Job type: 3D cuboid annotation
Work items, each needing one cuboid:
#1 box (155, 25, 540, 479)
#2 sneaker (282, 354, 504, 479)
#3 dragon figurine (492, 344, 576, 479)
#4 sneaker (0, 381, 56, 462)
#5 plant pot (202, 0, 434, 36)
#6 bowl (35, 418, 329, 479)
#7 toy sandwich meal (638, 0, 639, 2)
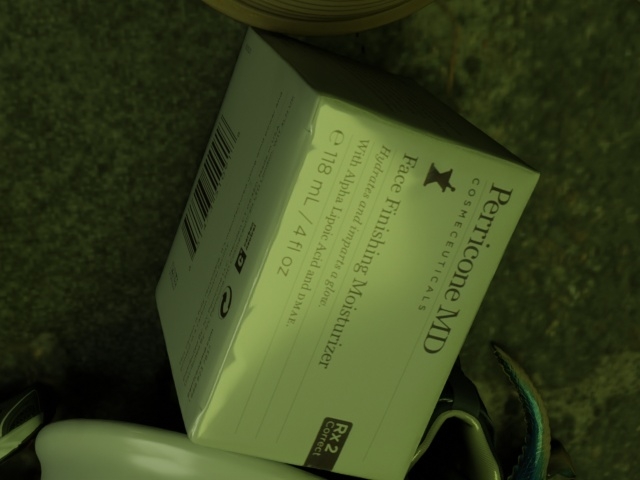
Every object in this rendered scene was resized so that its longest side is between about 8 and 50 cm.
[{"bbox_3d":[0.000,0.000,0.561,0.119,0.182,0.181,15,106,-20],"label":"box"},{"bbox_3d":[0.036,0.167,0.681,0.086,0.163,0.226,15,115,-22],"label":"sneaker"},{"bbox_3d":[0.139,0.225,0.778,0.144,0.085,0.289,-24,122,0],"label":"dragon figurine"},{"bbox_3d":[-0.257,0.127,0.646,0.178,0.072,0.077,-26,87,-15],"label":"sneaker"},{"bbox_3d":[0.011,-0.207,0.504,0.237,0.110,0.237,-5,118,-10],"label":"plant pot"},{"bbox_3d":[-0.053,0.225,0.611,0.297,0.134,0.298,16,153,8],"label":"bowl"},{"bbox_3d":[0.211,-0.179,0.613,0.085,0.029,0.086,-5,123,-8],"label":"toy sandwich meal"}]
